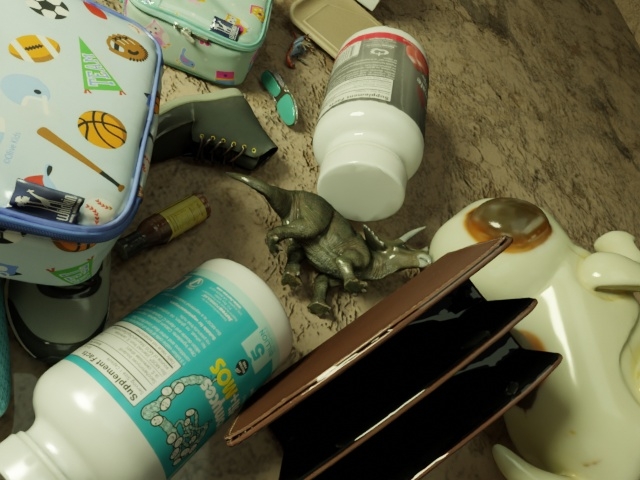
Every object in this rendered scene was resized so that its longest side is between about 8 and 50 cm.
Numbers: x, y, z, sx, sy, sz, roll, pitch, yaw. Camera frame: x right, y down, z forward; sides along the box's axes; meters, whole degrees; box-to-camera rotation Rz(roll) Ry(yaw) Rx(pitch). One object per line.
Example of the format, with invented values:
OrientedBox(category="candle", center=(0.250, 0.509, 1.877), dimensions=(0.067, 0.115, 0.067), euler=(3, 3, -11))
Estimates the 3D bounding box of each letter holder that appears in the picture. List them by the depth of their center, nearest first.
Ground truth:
OrientedBox(category="letter holder", center=(0.082, 0.145, 0.472), dimensions=(0.302, 0.214, 0.152), euler=(-35, 83, -6))

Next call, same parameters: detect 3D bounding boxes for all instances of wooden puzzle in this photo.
OrientedBox(category="wooden puzzle", center=(0.065, -0.431, 1.006), dimensions=(0.239, 0.044, 0.220), euler=(42, 49, -9))

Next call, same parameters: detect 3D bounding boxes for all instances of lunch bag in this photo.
OrientedBox(category="lunch bag", center=(-0.273, -0.113, 0.404), dimensions=(0.243, 0.115, 0.303), euler=(21, 48, -31))
OrientedBox(category="lunch bag", center=(-0.196, -0.399, 0.781), dimensions=(0.224, 0.108, 0.278), euler=(20, 55, -20))

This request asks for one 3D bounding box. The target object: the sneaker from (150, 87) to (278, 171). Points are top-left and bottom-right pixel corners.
OrientedBox(category="sneaker", center=(-0.156, -0.137, 0.666), dimensions=(0.118, 0.083, 0.222), euler=(49, 49, 3))

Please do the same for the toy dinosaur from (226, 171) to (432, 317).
OrientedBox(category="toy dinosaur", center=(0.000, 0.000, 0.680), dimensions=(0.314, 0.121, 0.160), euler=(29, 40, -7))

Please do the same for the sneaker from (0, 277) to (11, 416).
OrientedBox(category="sneaker", center=(-0.400, 0.026, 0.402), dimensions=(0.209, 0.127, 0.318), euler=(-12, 58, -24))

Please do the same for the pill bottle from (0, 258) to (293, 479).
OrientedBox(category="pill bottle", center=(-0.159, 0.141, 0.459), dimensions=(0.146, 0.146, 0.264), euler=(48, 51, 2))

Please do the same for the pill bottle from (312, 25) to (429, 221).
OrientedBox(category="pill bottle", center=(0.085, -0.192, 0.783), dimensions=(0.177, 0.176, 0.318), euler=(25, 53, -17))

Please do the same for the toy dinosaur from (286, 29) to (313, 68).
OrientedBox(category="toy dinosaur", center=(-0.047, -0.361, 0.908), dimensions=(0.090, 0.047, 0.082), euler=(29, 53, 32))

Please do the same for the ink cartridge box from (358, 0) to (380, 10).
OrientedBox(category="ink cartridge box", center=(0.049, -0.701, 1.085), dimensions=(0.308, 0.129, 0.223), euler=(31, 44, -11))

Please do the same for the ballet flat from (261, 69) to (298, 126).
OrientedBox(category="ballet flat", center=(-0.061, -0.246, 0.819), dimensions=(0.041, 0.041, 0.114), euler=(-20, 75, -37))

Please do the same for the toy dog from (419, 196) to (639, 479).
OrientedBox(category="toy dog", center=(0.324, 0.124, 0.713), dimensions=(0.396, 0.284, 0.407), euler=(-25, 76, -18))

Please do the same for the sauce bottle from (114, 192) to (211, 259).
OrientedBox(category="sauce bottle", center=(-0.198, -0.018, 0.599), dimensions=(0.042, 0.042, 0.128), euler=(50, 52, 4))

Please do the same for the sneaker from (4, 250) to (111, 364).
OrientedBox(category="sneaker", center=(-0.271, -0.006, 0.505), dimensions=(0.101, 0.108, 0.271), euler=(6, 61, -30))
